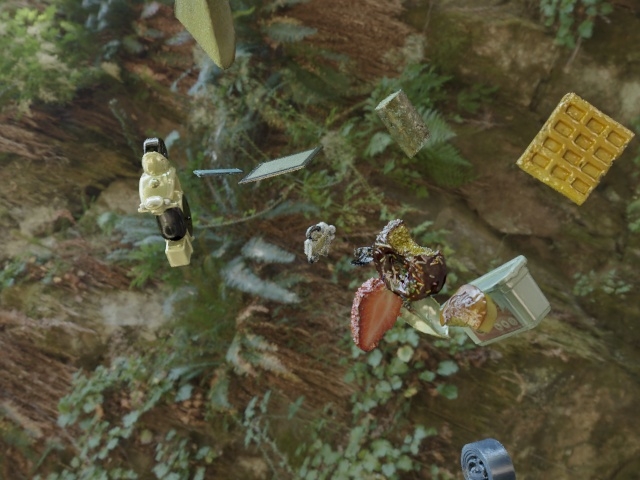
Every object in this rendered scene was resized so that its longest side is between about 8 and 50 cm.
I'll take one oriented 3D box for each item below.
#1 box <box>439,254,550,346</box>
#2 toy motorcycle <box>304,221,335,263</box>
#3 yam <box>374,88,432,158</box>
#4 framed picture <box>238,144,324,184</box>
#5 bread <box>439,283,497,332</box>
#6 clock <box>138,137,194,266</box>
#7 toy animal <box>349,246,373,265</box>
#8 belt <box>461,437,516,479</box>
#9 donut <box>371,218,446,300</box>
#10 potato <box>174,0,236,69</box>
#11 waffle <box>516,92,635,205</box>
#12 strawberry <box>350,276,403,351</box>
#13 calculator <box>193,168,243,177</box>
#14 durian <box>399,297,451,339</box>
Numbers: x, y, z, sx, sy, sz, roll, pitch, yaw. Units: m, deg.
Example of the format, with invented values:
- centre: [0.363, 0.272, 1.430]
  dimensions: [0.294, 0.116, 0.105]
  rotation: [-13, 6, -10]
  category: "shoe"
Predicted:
- centre: [0.550, 0.202, 1.813]
  dimensions: [0.175, 0.182, 0.312]
  rotation: [-35, -5, -35]
  category: "box"
- centre: [0.000, 0.000, 2.301]
  dimensions: [0.151, 0.074, 0.228]
  rotation: [-37, -32, -24]
  category: "toy motorcycle"
- centre: [0.254, -0.345, 1.743]
  dimensions: [0.107, 0.194, 0.107]
  rotation: [-34, 16, 11]
  category: "yam"
- centre: [-0.175, -0.339, 2.622]
  dimensions: [0.016, 0.347, 0.265]
  rotation: [68, -154, -21]
  category: "framed picture"
- centre: [0.405, 0.186, 1.587]
  dimensions: [0.156, 0.086, 0.125]
  rotation: [-6, 62, 56]
  category: "bread"
- centre: [-0.499, -0.121, 1.905]
  dimensions: [0.276, 0.120, 0.378]
  rotation: [-100, -2, -47]
  category: "clock"
- centre: [0.154, 0.042, 1.783]
  dimensions: [0.220, 0.108, 0.062]
  rotation: [-31, -75, -66]
  category: "toy animal"
- centre: [0.442, 0.603, 1.544]
  dimensions: [0.190, 0.082, 0.141]
  rotation: [112, 148, -67]
  category: "belt"
- centre: [0.225, 0.065, 1.567]
  dimensions: [0.096, 0.230, 0.216]
  rotation: [-30, -22, -30]
  category: "donut"
- centre: [-0.343, -0.730, 1.856]
  dimensions: [0.112, 0.269, 0.255]
  rotation: [-39, -8, -23]
  category: "potato"
- centre: [0.720, -0.257, 1.657]
  dimensions: [0.247, 0.221, 0.055]
  rotation: [-56, -3, 10]
  category: "waffle"
- centre: [0.160, 0.224, 1.885]
  dimensions: [0.236, 0.175, 0.107]
  rotation: [-43, 22, -15]
  category: "strawberry"
- centre: [-0.359, -0.241, 2.063]
  dimensions: [0.172, 0.057, 0.018]
  rotation: [-10, -64, -37]
  category: "calculator"
- centre: [0.379, 0.269, 2.143]
  dimensions: [0.144, 0.252, 0.139]
  rotation: [-44, 17, -1]
  category: "durian"
